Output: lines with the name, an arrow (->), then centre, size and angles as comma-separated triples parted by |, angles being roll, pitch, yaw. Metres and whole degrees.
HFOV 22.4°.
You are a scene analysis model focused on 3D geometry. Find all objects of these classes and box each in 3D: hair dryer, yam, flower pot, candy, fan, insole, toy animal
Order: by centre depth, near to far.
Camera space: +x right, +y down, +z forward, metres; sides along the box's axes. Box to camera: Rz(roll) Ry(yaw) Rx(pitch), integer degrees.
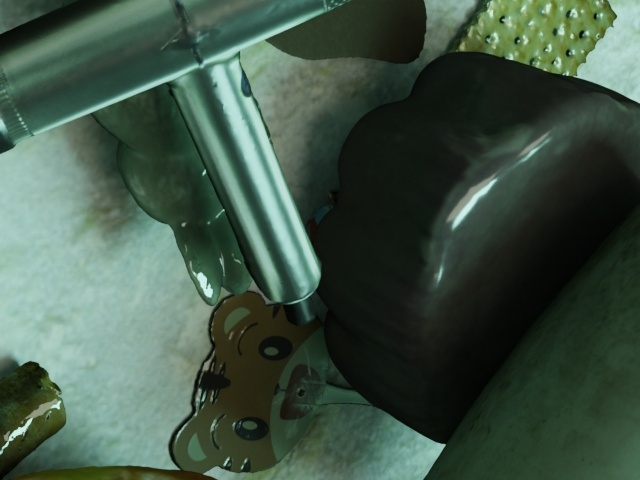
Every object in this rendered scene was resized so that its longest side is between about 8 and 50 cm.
hair dryer -> -0.108, -0.032, 0.960 | 0.320, 0.156, 0.284 | -15, 112, -7
yam -> -0.272, 0.171, 1.051 | 0.253, 0.061, 0.061 | -37, 127, -27
toy animal -> -0.108, -0.076, 1.079 | 0.138, 0.108, 0.236 | -18, 122, -36
insole -> 0.003, -0.176, 1.127 | 0.328, 0.007, 0.111 | 4, 83, -61
flower pot -> 0.258, 0.144, 1.150 | 0.293, 0.293, 0.330 | 39, 82, -43
candy -> -0.001, 0.000, 1.256 | 0.030, 0.020, 0.083 | 10, 98, -45
fan -> -0.017, 0.122, 1.296 | 0.227, 0.008, 0.152 | 11, 98, -42

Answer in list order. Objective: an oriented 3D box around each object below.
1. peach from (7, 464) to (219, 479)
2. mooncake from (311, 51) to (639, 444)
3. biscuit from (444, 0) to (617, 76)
peach -> -0.161, 0.324, 1.087 | 0.306, 0.242, 0.380 | -32, 131, -62
mooncake -> 0.125, 0.003, 1.252 | 0.306, 0.154, 0.306 | -26, 130, -34
biscuit -> 0.157, -0.141, 1.347 | 0.231, 0.016, 0.139 | -54, 133, -12
